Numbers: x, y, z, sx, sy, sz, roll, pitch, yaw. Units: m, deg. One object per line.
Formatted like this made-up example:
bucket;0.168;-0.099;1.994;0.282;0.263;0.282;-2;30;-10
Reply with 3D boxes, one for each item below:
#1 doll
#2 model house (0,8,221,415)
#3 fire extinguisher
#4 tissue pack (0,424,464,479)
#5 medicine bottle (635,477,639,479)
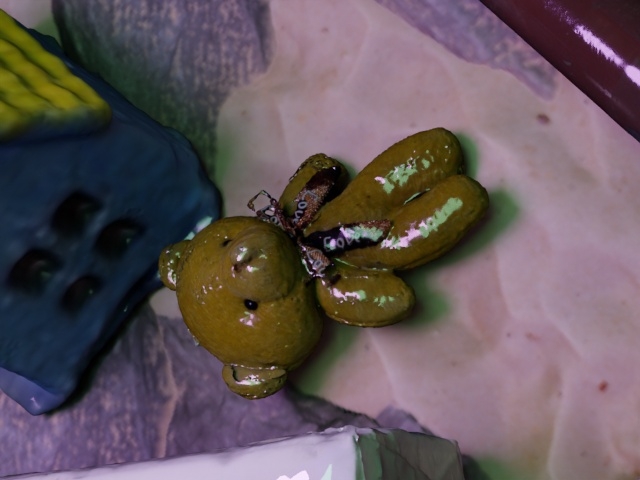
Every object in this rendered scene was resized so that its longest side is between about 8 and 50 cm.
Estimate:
doll;0.000;0.000;0.979;0.209;0.097;0.137;-35;60;7
model house;-0.242;-0.057;0.996;0.237;0.303;0.215;38;88;28
fire extinguisher;0.183;-0.121;0.940;0.089;0.072;0.268;-30;61;-25
tissue pack;-0.096;0.254;0.902;0.356;0.194;0.266;-10;75;23
medicine bottle;0.211;0.217;0.819;0.107;0.107;0.191;-44;63;9
